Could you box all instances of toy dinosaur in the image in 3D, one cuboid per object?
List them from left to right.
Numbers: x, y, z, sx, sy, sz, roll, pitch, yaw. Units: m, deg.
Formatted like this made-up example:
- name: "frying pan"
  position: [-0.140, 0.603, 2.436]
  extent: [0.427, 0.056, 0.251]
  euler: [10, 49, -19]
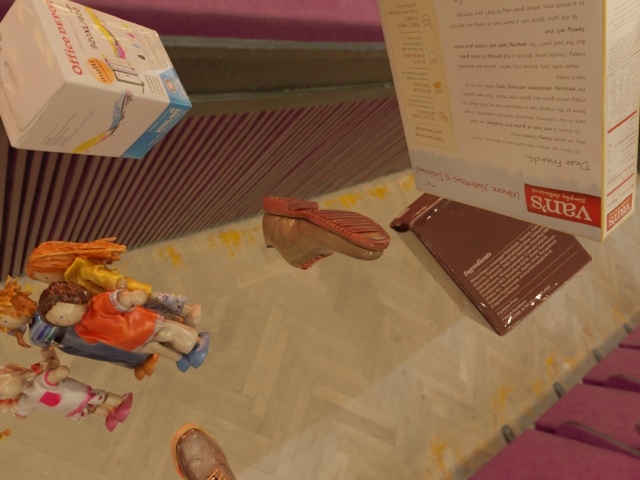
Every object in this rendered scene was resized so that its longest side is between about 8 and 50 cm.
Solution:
- name: "toy dinosaur"
  position: [-0.501, 0.148, 0.792]
  extent: [0.047, 0.082, 0.090]
  euler: [-17, 74, -28]

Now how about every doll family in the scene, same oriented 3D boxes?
- name: "doll family"
  position: [-0.228, 0.082, 0.473]
  extent: [0.163, 0.263, 0.118]
  euler: [30, 37, -27]

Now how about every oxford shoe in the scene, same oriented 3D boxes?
- name: "oxford shoe"
  position: [-0.288, 0.655, 1.345]
  extent: [0.130, 0.133, 0.363]
  euler: [-41, 121, -34]
- name: "oxford shoe"
  position: [0.000, 0.000, 0.944]
  extent: [0.123, 0.348, 0.130]
  euler: [1, 102, -35]

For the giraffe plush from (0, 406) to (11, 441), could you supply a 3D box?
- name: "giraffe plush"
  position: [-0.821, 0.397, 1.094]
  extent: [0.181, 0.170, 0.210]
  euler: [-16, 73, -14]

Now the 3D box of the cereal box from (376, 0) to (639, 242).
- name: "cereal box"
  position: [0.117, -0.127, 0.327]
  extent: [0.047, 0.173, 0.240]
  euler: [-34, 124, -22]

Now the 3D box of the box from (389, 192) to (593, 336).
- name: "box"
  position: [0.239, 0.000, 0.722]
  extent: [0.167, 0.168, 0.203]
  euler: [-40, 93, 1]

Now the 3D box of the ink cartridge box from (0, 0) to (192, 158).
- name: "ink cartridge box"
  position: [-0.374, -0.254, 0.790]
  extent: [0.233, 0.168, 0.171]
  euler: [-10, 71, -59]
